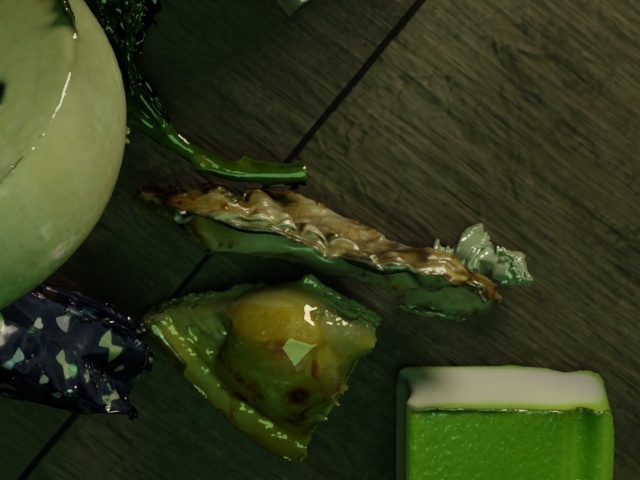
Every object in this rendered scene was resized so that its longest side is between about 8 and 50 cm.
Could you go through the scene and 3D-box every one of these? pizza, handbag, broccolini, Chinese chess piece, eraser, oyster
[{"bbox_3d":[-0.062,0.106,1.597,0.204,0.080,0.188,33,126,-7],"label":"pizza"},{"bbox_3d":[-0.275,0.081,1.531,0.260,0.162,0.113,25,72,-36],"label":"handbag"},{"bbox_3d":[-0.118,-0.138,1.555,0.271,0.062,0.123,30,117,-6],"label":"broccolini"},{"bbox_3d":[-0.332,-0.094,1.410,0.349,0.349,0.146,-20,146,1],"label":"Chinese chess piece"},{"bbox_3d":[0.175,0.262,1.679,0.210,0.092,0.274,1,107,-5],"label":"eraser"},{"bbox_3d":[0.000,0.000,1.574,0.345,0.128,0.078,18,83,-2],"label":"oyster"}]

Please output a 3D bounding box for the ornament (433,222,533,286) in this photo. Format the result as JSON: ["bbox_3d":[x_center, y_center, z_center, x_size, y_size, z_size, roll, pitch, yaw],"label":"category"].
[{"bbox_3d":[0.148,0.020,1.634,0.092,0.041,0.068,-14,101,9],"label":"ornament"}]

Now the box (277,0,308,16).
[{"bbox_3d":[0.022,-0.315,1.431,0.233,0.067,0.149,-39,98,-9],"label":"box"}]
